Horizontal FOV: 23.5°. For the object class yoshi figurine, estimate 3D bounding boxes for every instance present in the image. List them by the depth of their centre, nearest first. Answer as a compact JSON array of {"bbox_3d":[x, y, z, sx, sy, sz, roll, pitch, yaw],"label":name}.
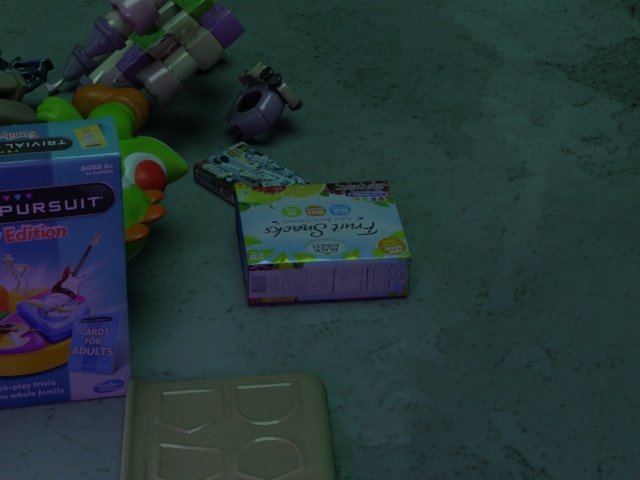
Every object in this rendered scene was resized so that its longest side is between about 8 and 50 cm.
[{"bbox_3d":[-0.305,-0.056,1.915,0.203,0.203,0.362,37,21,-19],"label":"yoshi figurine"}]

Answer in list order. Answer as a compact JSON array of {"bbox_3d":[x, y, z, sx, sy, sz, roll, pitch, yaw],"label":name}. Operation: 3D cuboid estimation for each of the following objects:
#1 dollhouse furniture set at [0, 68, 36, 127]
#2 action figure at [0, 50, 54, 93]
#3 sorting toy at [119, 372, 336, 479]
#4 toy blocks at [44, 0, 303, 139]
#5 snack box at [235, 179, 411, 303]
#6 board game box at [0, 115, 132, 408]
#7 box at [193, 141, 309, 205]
[{"bbox_3d":[-0.432,-0.122,1.937,0.161,0.212,0.242,7,32,-37],"label":"dollhouse furniture set"},{"bbox_3d":[-0.555,-0.231,2.157,0.341,0.178,0.330,-10,53,-1],"label":"action figure"},{"bbox_3d":[-0.098,0.246,1.645,0.229,0.041,0.307,0,31,-4],"label":"sorting toy"},{"bbox_3d":[-0.251,-0.255,2.224,0.260,0.309,0.288,-43,35,-4],"label":"toy blocks"},{"bbox_3d":[0.000,0.000,1.975,0.207,0.070,0.174,-3,37,-6],"label":"snack box"},{"bbox_3d":[-0.341,0.035,1.684,0.253,0.336,0.079,-6,38,-11],"label":"board game box"},{"bbox_3d":[-0.096,-0.082,2.115,0.094,0.027,0.137,-28,46,-36],"label":"box"}]
